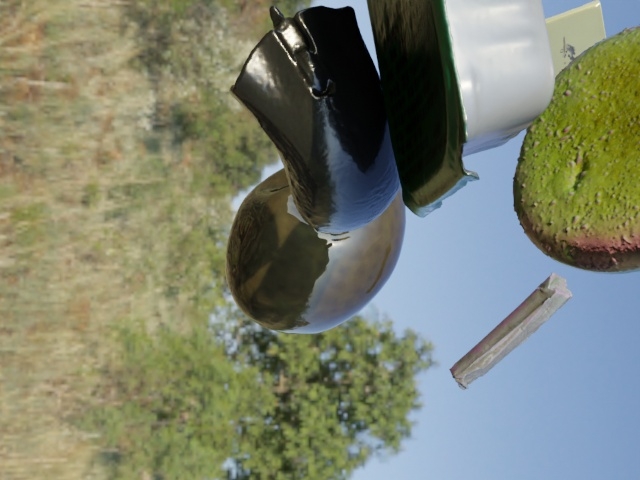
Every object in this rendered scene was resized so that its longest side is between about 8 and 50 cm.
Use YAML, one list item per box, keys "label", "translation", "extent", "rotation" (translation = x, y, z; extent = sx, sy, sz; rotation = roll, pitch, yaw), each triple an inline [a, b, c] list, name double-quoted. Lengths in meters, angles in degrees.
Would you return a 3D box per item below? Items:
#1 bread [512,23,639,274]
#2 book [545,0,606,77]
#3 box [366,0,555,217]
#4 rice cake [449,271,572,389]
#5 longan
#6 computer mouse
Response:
- label: "bread"
  translation: [0.245, -0.080, 0.706]
  extent: [0.228, 0.033, 0.229]
  rotation: [-27, -130, 37]
- label: "book"
  translation: [0.248, -0.200, 0.942]
  extent: [0.014, 0.110, 0.077]
  rotation: [-103, 172, -55]
- label: "box"
  translation: [0.112, -0.203, 0.757]
  extent: [0.264, 0.105, 0.337]
  rotation: [134, -53, -83]
- label: "rice cake"
  translation: [0.333, 0.162, 1.566]
  extent: [0.270, 0.055, 0.049]
  rotation: [-46, -136, 12]
- label: "longan"
  translation: [0.000, 0.000, 1.477]
  extent: [0.350, 0.288, 0.288]
  rotation: [-46, 179, -15]
- label: "computer mouse"
  translation: [0.016, -0.113, 0.880]
  extent: [0.264, 0.147, 0.088]
  rotation: [58, -9, -29]
